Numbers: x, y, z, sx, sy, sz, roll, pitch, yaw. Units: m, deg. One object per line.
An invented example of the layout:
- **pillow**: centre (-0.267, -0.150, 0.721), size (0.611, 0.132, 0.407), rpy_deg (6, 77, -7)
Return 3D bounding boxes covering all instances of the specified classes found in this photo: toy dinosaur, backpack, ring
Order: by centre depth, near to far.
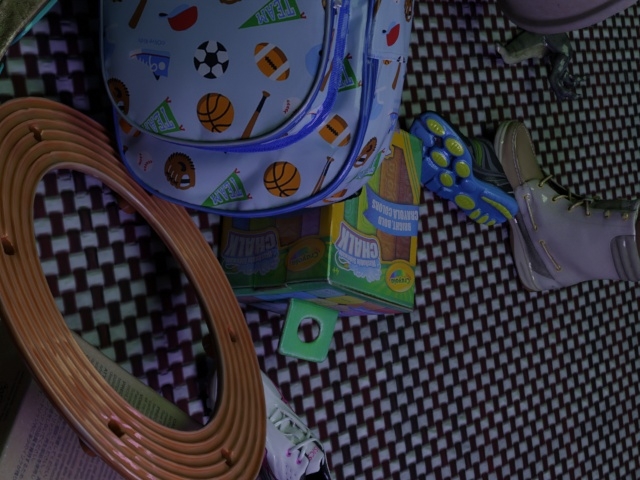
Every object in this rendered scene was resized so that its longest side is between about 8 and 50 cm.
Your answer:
- **ring**: centre (-0.147, 0.046, 1.047), size (0.336, 0.032, 0.337), rpy_deg (49, 22, -28)
- **backpack**: centre (-0.051, -0.149, 1.124), size (0.213, 0.276, 0.263), rpy_deg (-26, 118, -63)
- **toy dinosaur**: centre (0.291, -0.237, 1.765), size (0.268, 0.064, 0.118), rpy_deg (-41, 110, -46)

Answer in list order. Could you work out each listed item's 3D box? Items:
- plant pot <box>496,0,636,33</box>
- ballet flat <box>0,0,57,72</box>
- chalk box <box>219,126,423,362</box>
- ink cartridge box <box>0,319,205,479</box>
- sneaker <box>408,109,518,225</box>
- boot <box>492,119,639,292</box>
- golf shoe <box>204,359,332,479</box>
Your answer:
- **plant pot**: centre (0.227, -0.447, 1.528), size (0.305, 0.333, 0.334), rpy_deg (35, 57, -32)
- **ballet flat**: centre (-0.249, -0.150, 1.020), size (0.067, 0.073, 0.206), rpy_deg (43, 47, -23)
- **chalk box**: centre (0.000, 0.000, 1.272), size (0.132, 0.132, 0.213), rpy_deg (19, 70, -50)
- **ink cartridge box**: centre (-0.195, 0.201, 1.017), size (0.193, 0.088, 0.235), rpy_deg (46, 49, -41)
- **sneaker**: centre (0.152, -0.085, 1.560), size (0.188, 0.067, 0.078), rpy_deg (38, 35, -42)
- **boot**: centre (0.293, -0.045, 1.643), size (0.077, 0.165, 0.213), rpy_deg (-35, 114, -51)
- **golf shoe**: centre (-0.033, 0.171, 1.242), size (0.067, 0.086, 0.186), rpy_deg (-50, 122, -43)
